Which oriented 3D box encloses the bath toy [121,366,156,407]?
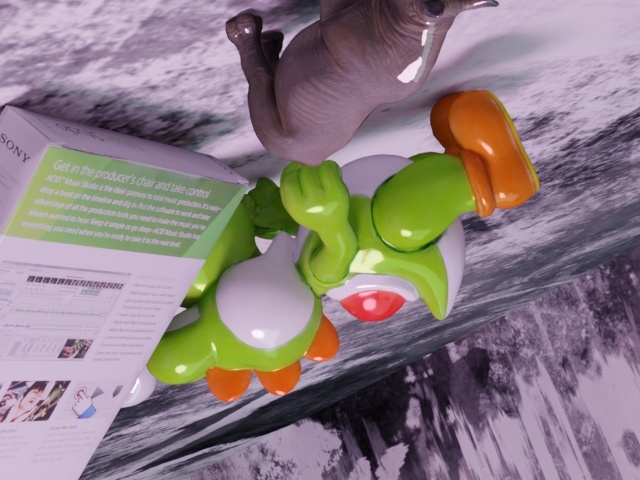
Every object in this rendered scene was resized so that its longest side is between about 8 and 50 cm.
[{"bbox_3d":[-0.330,0.156,1.369,0.348,0.151,0.129,-26,-155,12],"label":"bath toy"}]

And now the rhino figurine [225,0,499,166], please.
[{"bbox_3d":[0.026,-0.128,0.783,0.073,0.106,0.243,-11,164,-38],"label":"rhino figurine"}]

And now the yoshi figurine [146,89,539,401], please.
[{"bbox_3d":[-0.014,-0.023,1.097,0.362,0.203,0.203,-32,137,0],"label":"yoshi figurine"}]

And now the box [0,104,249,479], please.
[{"bbox_3d":[-0.208,0.065,0.952,0.322,0.058,0.232,-58,152,13],"label":"box"}]
